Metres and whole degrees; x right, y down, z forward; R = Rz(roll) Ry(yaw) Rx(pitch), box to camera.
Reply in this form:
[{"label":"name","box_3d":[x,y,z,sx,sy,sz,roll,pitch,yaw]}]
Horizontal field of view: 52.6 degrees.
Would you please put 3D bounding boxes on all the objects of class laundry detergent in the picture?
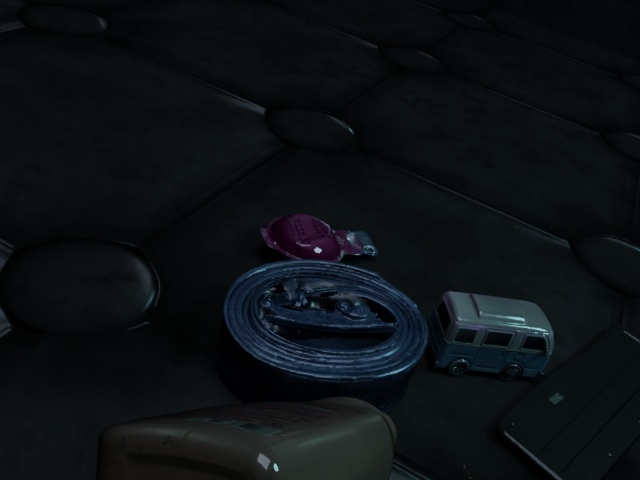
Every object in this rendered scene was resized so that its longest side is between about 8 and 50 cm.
[{"label":"laundry detergent","box_3d":[-0.043,0.148,0.451,0.171,0.076,0.237,-2,-6,25]}]

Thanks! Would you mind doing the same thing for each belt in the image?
[{"label":"belt","box_3d":[0.005,0.086,0.583,0.190,0.082,0.141,7,41,-11]}]

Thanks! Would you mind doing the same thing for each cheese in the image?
[{"label":"cheese","box_3d":[0.000,0.000,0.742,0.145,0.038,0.095,3,37,-29]}]

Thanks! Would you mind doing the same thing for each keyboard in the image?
[{"label":"keyboard","box_3d":[0.248,0.170,0.613,0.381,0.041,0.103,-13,43,-45]}]

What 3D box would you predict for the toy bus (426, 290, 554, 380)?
[{"label":"toy bus","box_3d":[0.172,0.093,0.648,0.123,0.075,0.060,8,35,-12]}]
